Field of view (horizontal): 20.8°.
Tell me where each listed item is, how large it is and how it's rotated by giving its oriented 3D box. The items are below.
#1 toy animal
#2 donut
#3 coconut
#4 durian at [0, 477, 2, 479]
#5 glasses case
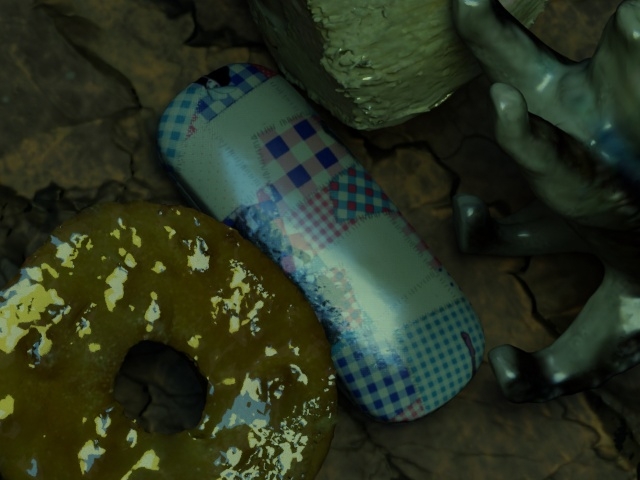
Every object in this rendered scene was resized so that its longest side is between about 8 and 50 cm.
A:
[{"bbox_3d":[0.255,-0.066,1.297,0.302,0.344,0.194,-11,50,-6],"label":"toy animal"},{"bbox_3d":[-0.131,0.114,1.308,0.277,0.108,0.277,5,78,-22],"label":"donut"},{"bbox_3d":[0.057,-0.260,1.352,0.254,0.297,0.297,-30,82,-11],"label":"coconut"},{"bbox_3d":[-0.300,0.193,1.295,0.139,0.101,0.250,-29,87,4],"label":"durian"},{"bbox_3d":[0.000,0.000,1.392,0.125,0.076,0.327,-38,85,-16],"label":"glasses case"}]
